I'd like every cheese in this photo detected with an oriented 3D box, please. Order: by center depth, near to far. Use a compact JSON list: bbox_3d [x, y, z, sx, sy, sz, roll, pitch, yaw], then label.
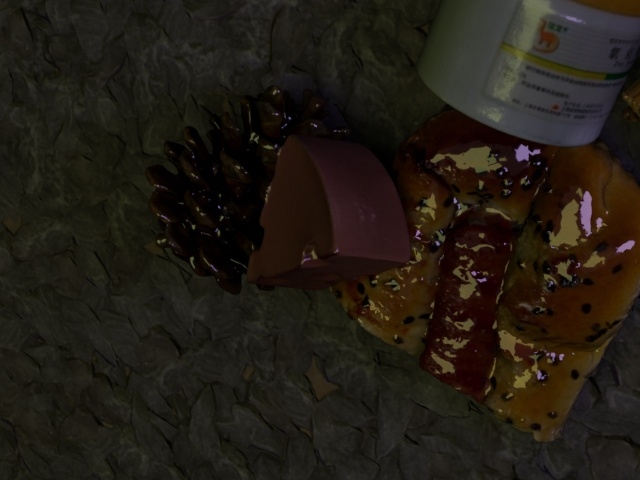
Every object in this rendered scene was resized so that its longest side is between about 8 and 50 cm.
[{"bbox_3d":[0.015,-0.009,1.632,0.177,0.128,0.203,34,110,55],"label":"cheese"}]

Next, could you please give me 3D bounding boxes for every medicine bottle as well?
[{"bbox_3d":[0.257,-0.259,1.546,0.238,0.238,0.232,28,118,16],"label":"medicine bottle"}]

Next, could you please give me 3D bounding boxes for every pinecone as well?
[{"bbox_3d":[-0.090,-0.067,1.784,0.309,0.244,0.244,-43,85,17],"label":"pinecone"}]

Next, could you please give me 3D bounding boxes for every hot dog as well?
[{"bbox_3d":[0.230,0.015,1.679,0.367,0.196,0.365,33,114,11],"label":"hot dog"}]

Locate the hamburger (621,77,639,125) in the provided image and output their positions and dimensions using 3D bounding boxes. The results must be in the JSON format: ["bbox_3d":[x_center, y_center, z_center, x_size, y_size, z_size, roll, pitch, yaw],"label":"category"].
[{"bbox_3d":[0.489,-0.114,1.533,0.282,0.155,0.245,-3,94,15],"label":"hamburger"}]
